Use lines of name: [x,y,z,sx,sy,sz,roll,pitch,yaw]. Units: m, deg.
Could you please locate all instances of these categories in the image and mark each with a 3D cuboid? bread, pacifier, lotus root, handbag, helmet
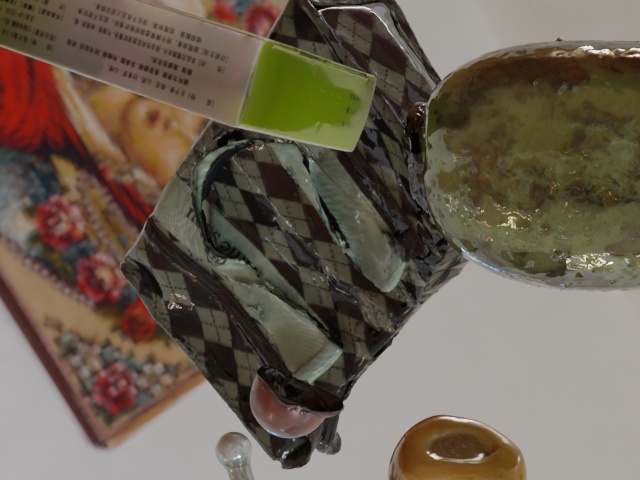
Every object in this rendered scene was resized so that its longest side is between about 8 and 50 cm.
bread: [0.091,0.217,1.022,0.093,0.239,0.074,4,-137,4]
pacifier: [-0.063,0.186,1.103,0.099,0.078,0.081,-13,-179,44]
lotus root: [0.208,-0.056,0.952,0.309,0.173,0.173,-2,-157,19]
handbag: [0.000,0.000,1.430,0.180,0.316,0.416,-8,145,-46]
helmet: [-0.026,0.149,1.261,0.065,0.084,0.049,-74,-170,-78]

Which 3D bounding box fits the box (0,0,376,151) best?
box: [-0.114,-0.132,0.992,0.260,0.062,0.175,20,-174,25]
